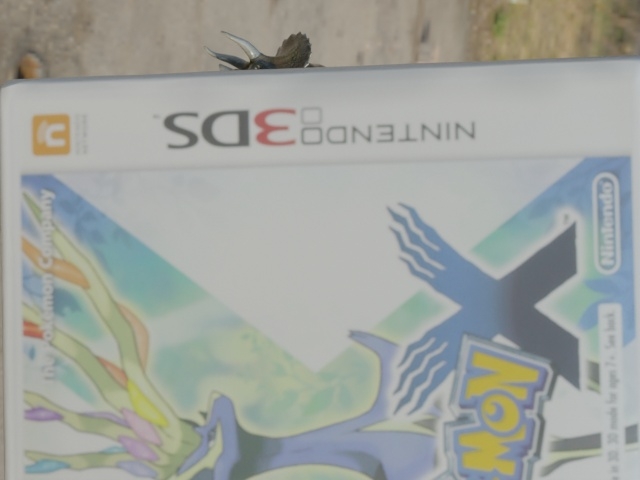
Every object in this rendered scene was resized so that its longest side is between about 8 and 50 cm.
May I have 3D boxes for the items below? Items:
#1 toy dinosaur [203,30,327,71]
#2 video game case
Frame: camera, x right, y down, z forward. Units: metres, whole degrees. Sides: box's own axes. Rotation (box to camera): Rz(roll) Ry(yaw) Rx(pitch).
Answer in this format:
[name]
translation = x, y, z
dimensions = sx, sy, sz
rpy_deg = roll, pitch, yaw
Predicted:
[toy dinosaur]
translation = 0.002, -0.138, 1.360
dimensions = 0.160, 0.121, 0.313
rpy_deg = 68, 14, 12
[video game case]
translation = 0.002, 0.085, 0.566
dimensions = 0.036, 0.300, 0.329
rpy_deg = 4, 84, -83
